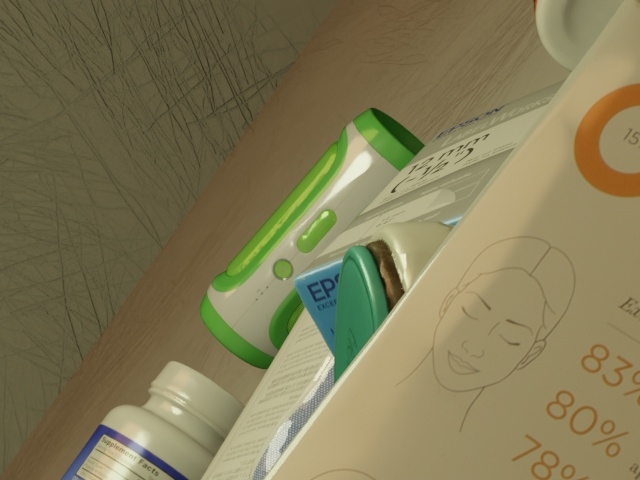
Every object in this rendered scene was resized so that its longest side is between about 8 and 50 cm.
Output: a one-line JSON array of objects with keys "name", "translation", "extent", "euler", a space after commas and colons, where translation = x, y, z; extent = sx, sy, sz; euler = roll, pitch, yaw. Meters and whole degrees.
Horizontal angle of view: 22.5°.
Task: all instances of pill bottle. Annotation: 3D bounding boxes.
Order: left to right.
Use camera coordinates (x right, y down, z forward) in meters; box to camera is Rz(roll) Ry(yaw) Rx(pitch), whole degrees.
[{"name": "pill bottle", "translation": [-0.185, 0.262, 1.613], "extent": [0.272, 0.152, 0.152], "euler": [-55, 13, -16]}, {"name": "pill bottle", "translation": [0.260, -0.243, 1.519], "extent": [0.121, 0.121, 0.221], "euler": [-47, 13, 22]}]

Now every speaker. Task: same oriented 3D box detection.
[{"name": "speaker", "translation": [0.000, 0.000, 1.759], "extent": [0.296, 0.131, 0.131], "euler": [-49, 13, 13]}]

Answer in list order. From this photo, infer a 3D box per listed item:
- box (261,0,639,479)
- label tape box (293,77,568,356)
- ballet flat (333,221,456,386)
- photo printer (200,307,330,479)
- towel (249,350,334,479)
[{"name": "box", "translation": [0.126, 0.114, 0.648], "extent": [0.345, 0.215, 0.168], "euler": [-52, -33, -5]}, {"name": "label tape box", "translation": [0.172, -0.044, 1.029], "extent": [0.249, 0.115, 0.347], "euler": [-21, 17, 36]}, {"name": "ballet flat", "translation": [0.057, 0.144, 0.899], "extent": [0.400, 0.139, 0.139], "euler": [102, -170, -46]}, {"name": "photo printer", "translation": [0.010, 0.158, 1.308], "extent": [0.307, 0.107, 0.256], "euler": [-58, 15, -26]}, {"name": "towel", "translation": [0.080, 0.129, 1.074], "extent": [0.209, 0.034, 0.285], "euler": [-54, 35, -9]}]
